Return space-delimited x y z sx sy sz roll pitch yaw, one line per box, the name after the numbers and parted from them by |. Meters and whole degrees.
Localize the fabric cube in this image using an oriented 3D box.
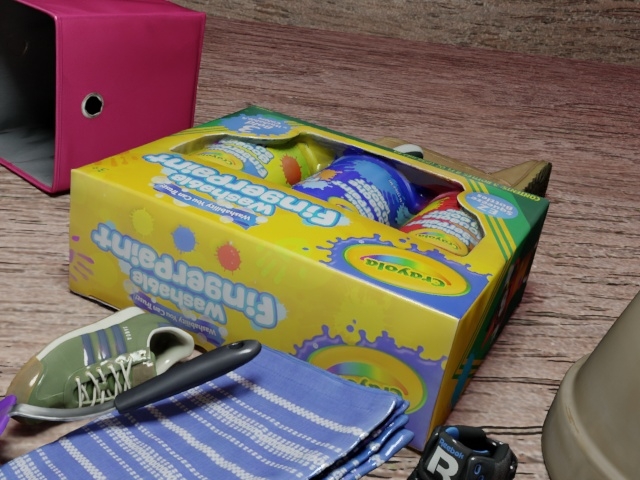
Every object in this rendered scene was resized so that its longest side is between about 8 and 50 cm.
-0.361 -0.247 1.203 0.259 0.254 0.258 28 30 32 | fabric cube

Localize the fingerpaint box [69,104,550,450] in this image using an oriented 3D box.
0.000 0.000 0.938 0.445 0.163 0.371 21 28 21 | fingerpaint box

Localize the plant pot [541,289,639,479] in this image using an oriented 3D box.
0.393 0.122 0.709 0.323 0.280 0.323 7 28 -4 | plant pot

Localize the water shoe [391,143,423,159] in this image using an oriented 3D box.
0.097 -0.073 1.204 0.203 0.073 0.080 -34 58 -26 | water shoe

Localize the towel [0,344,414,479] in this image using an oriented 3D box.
-0.126 0.166 0.573 0.336 0.040 0.243 -23 20 -32 | towel

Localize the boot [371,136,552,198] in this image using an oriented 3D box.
0.231 -0.118 1.340 0.269 0.089 0.236 23 29 27 | boot

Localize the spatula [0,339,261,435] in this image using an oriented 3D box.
-0.189 0.132 0.640 0.296 0.030 0.084 -16 17 -6 | spatula

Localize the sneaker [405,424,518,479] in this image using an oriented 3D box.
0.069 0.206 0.602 0.079 0.121 0.217 29 32 35 | sneaker

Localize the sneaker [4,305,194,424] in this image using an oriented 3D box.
-0.193 0.119 0.744 0.086 0.064 0.192 15 23 21 | sneaker
